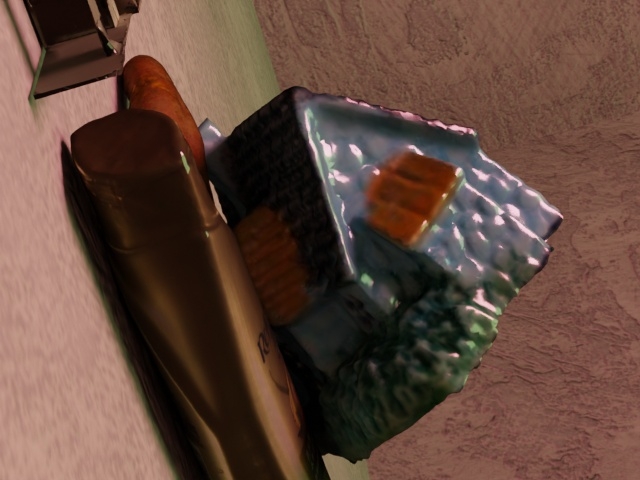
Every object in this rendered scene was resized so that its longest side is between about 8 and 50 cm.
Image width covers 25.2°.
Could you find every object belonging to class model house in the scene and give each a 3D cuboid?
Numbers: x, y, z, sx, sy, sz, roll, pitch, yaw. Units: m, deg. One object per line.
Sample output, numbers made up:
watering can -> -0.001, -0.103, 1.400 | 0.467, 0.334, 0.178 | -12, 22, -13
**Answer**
model house -> 0.000, 0.000, 1.055 | 0.241, 0.226, 0.261 | 43, -20, -8

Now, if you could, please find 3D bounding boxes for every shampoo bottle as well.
shampoo bottle -> -0.072, 0.068, 0.941 | 0.125, 0.084, 0.350 | -113, -176, -52

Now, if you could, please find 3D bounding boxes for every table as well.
table -> -0.156, -0.187, 0.836 | 0.175, 0.062, 0.146 | -97, 172, -62

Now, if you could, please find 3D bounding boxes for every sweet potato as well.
sweet potato -> -0.116, -0.062, 1.066 | 0.078, 0.058, 0.255 | 98, -20, -53
